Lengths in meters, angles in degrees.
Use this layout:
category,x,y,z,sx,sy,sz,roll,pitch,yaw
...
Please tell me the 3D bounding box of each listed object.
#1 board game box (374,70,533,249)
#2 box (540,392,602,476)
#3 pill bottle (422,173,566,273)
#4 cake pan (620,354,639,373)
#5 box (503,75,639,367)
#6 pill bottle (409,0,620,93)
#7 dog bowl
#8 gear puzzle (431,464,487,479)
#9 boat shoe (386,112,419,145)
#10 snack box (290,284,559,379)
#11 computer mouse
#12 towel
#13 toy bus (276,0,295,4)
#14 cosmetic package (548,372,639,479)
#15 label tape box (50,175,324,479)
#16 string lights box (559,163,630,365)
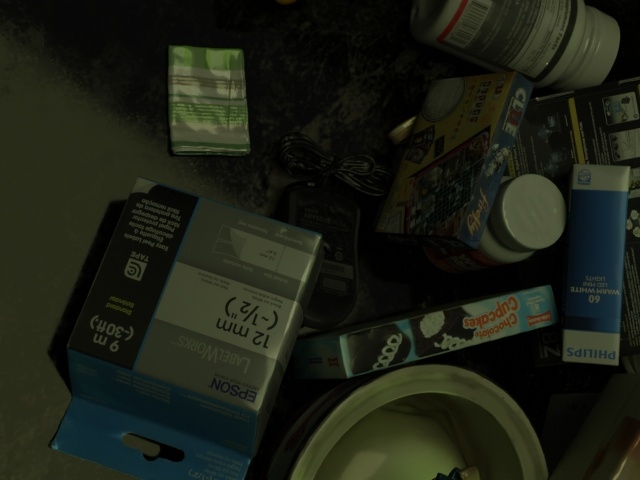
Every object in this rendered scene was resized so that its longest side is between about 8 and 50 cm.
category,x,y,z,sx,sy,sz,roll,pitch,yaw
board game box,0.180,-0.109,1.411,0.042,0.165,0.243,30,75,-35
box,0.426,0.416,1.497,0.215,0.168,0.345,22,74,-18
pill bottle,0.238,-0.023,1.453,0.121,0.221,0.121,3,81,-21
cake pan,0.591,0.151,1.535,0.293,0.293,0.054,-49,140,-21
box,0.437,-0.030,1.509,0.318,0.097,0.395,-11,85,16
pill bottle,0.291,-0.323,1.551,0.283,0.161,0.161,18,76,-19
dog bowl,0.094,0.352,1.349,0.407,0.150,0.408,-1,92,-26
gear puzzle,0.155,0.449,1.282,0.175,0.044,0.339,-19,103,-26
boat shoe,0.179,-0.165,1.536,0.170,0.063,0.059,-21,85,-24
snack box,0.137,0.125,1.410,0.321,0.187,0.060,-11,87,-23
computer mouse,0.000,0.000,1.442,0.188,0.072,0.272,19,65,-20
towel,-0.153,-0.193,1.426,0.113,0.023,0.152,0,82,-23
toy bus,-0.076,-0.424,1.443,0.104,0.202,0.191,-35,105,8
cosmetic package,0.392,0.330,1.334,0.153,0.129,0.296,40,71,-12
label tape box,-0.166,0.124,1.284,0.249,0.115,0.348,18,73,6
string lights box,0.368,0.030,1.409,0.076,0.133,0.260,3,92,11
